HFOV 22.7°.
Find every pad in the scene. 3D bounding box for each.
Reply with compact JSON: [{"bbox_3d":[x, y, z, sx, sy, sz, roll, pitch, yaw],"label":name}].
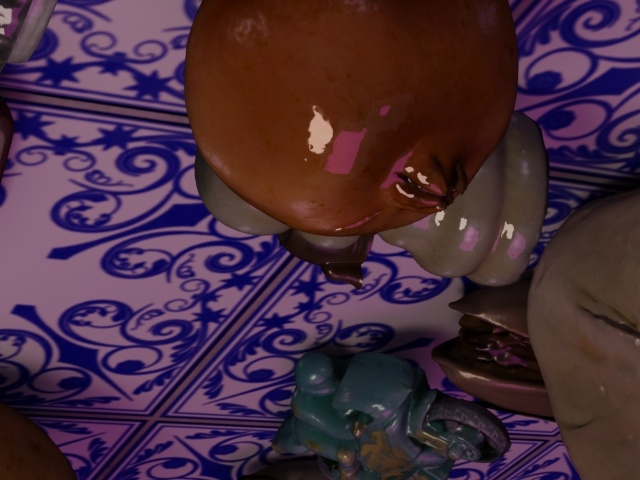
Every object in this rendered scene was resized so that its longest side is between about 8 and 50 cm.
[{"bbox_3d":[0.232,0.175,1.576,0.158,0.003,0.235,11,178,14],"label":"pad"}]

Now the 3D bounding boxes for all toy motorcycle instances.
[{"bbox_3d":[0.044,0.183,1.535,0.198,0.109,0.296,33,151,-8],"label":"toy motorcycle"}]

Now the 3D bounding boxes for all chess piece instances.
[{"bbox_3d":[0.030,-0.044,1.152,0.243,0.133,0.133,7,147,-19],"label":"chess piece"}]

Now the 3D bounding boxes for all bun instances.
[{"bbox_3d":[0.339,0.094,1.291,0.361,0.361,0.213,-19,-168,15],"label":"bun"}]

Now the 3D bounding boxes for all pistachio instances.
[{"bbox_3d":[0.200,0.095,1.466,0.206,0.130,0.131,10,-170,-26],"label":"pistachio"}]

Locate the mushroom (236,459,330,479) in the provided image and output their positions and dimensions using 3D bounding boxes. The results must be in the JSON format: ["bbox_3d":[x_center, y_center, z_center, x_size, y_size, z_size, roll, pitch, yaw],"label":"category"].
[{"bbox_3d":[0.038,0.296,1.798,0.333,0.087,0.107,8,151,-36],"label":"mushroom"}]

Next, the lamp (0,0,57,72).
[{"bbox_3d":[-0.234,-0.172,0.685,0.272,0.205,0.374,16,172,1],"label":"lamp"}]

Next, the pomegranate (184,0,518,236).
[{"bbox_3d":[0.023,-0.105,0.967,0.209,0.209,0.209,-8,151,-4],"label":"pomegranate"}]

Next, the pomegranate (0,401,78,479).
[{"bbox_3d":[-0.366,0.297,1.419,0.338,0.338,0.338,-8,151,-4],"label":"pomegranate"}]

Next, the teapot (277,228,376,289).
[{"bbox_3d":[0.000,0.000,1.266,0.080,0.085,0.110,5,167,-23],"label":"teapot"}]

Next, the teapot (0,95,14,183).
[{"bbox_3d":[-0.339,-0.007,1.031,0.315,0.233,0.312,-31,165,-22],"label":"teapot"}]
